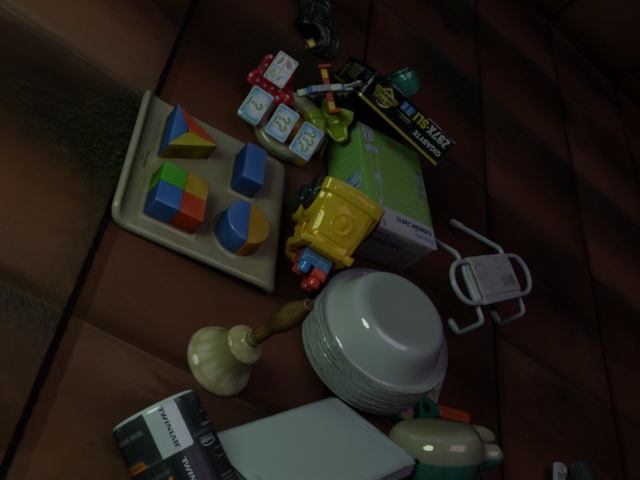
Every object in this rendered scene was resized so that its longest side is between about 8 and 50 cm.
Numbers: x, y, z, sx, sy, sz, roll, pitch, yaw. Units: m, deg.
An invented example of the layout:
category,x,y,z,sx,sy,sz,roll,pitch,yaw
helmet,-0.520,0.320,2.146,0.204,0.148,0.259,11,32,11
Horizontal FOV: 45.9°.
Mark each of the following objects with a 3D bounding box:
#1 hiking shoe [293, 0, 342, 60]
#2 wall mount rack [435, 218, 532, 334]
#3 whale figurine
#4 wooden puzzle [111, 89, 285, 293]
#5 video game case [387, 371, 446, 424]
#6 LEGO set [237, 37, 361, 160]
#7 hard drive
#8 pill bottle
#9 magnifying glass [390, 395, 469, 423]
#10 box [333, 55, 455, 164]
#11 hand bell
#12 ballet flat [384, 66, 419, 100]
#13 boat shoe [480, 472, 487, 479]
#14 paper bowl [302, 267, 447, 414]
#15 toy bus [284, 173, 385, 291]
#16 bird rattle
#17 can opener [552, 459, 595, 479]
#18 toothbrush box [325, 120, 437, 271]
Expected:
category,x,y,z,sx,sy,sz,roll,pitch,yaw
hiking shoe,-0.022,-0.574,1.944,0.114,0.086,0.227,-2,65,-51
wall mount rack,0.361,0.065,1.843,0.350,0.130,0.304,-3,68,-47
whale figurine,0.230,0.402,1.391,0.272,0.216,0.141,9,84,-60
wooden puzzle,-0.197,-0.103,1.414,0.347,0.080,0.322,29,44,-29
video game case,0.156,0.268,1.550,0.227,0.026,0.206,45,39,-12
LEGO set,-0.037,-0.317,1.606,0.182,0.060,0.244,34,70,-8
hard drive,-0.016,0.348,1.214,0.203,0.040,0.307,31,23,36
pill bottle,-0.182,0.345,1.055,0.130,0.130,0.246,-16,74,-50
magnifying glass,0.215,0.339,1.520,0.230,0.026,0.092,20,49,-33
box,0.172,-0.325,1.848,0.257,0.079,0.322,40,9,-20
hand bell,-0.096,0.148,1.202,0.126,0.242,0.126,26,46,-31
ballet flat,0.217,-0.415,2.040,0.247,0.083,0.087,-94,163,-78
boat shoe,0.217,0.523,1.371,0.320,0.118,0.103,-43,140,-55
paper bowl,0.119,0.174,1.443,0.284,0.148,0.284,20,42,-19
toy bus,0.000,0.000,1.487,0.149,0.220,0.212,30,75,-14
bird rattle,-0.062,-0.274,1.656,0.253,0.143,0.207,37,58,-17
can opener,0.550,0.607,1.650,0.076,0.095,0.284,38,41,-19
toothbrush box,0.134,-0.099,1.724,0.206,0.122,0.283,21,48,-36
